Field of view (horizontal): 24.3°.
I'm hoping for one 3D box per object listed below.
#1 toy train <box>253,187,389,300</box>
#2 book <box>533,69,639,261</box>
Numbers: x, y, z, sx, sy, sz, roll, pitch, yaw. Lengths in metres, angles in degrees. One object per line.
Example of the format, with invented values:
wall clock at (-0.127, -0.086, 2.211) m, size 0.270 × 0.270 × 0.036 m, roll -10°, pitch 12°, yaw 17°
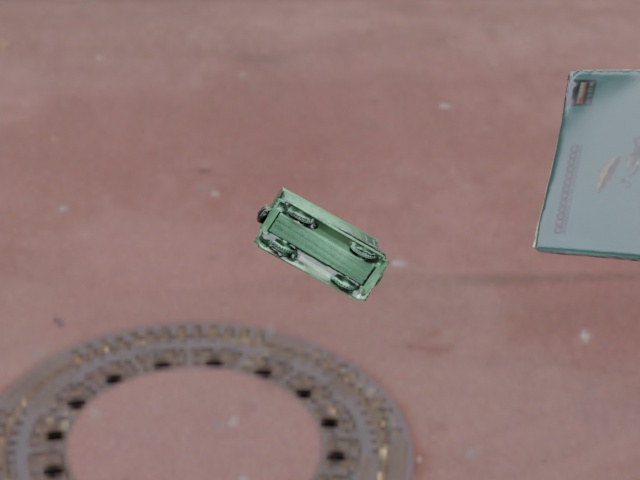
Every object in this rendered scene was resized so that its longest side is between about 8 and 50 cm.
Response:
toy train at (0.000, 0.000, 0.984) m, size 0.093 × 0.038 × 0.056 m, roll 28°, pitch 14°, yaw -11°
book at (0.466, -0.093, 1.875) m, size 0.379 × 0.031 × 0.264 m, roll 4°, pitch 74°, yaw 34°
